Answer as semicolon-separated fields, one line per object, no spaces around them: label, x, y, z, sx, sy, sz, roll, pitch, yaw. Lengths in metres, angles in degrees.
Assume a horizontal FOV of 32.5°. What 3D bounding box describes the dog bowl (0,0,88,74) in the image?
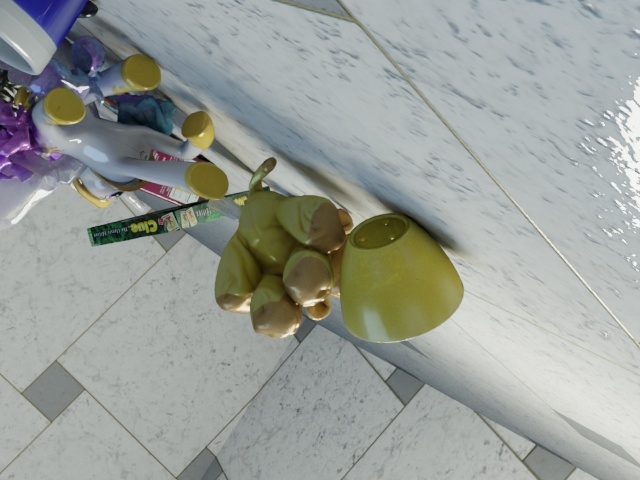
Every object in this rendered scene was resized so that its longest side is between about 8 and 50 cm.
dog bowl;-0.338;-0.269;0.992;0.264;0.104;0.265;32;173;4

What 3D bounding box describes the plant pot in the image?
plant pot;0.075;0.028;1.155;0.134;0.134;0.095;25;142;52

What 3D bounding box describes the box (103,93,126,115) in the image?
box;-0.299;-0.204;1.588;0.137;0.027;0.094;36;175;-24

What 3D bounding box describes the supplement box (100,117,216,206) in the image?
supplement box;-0.267;-0.116;1.678;0.188;0.081;0.104;23;180;-35

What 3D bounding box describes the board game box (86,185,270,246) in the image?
board game box;-0.179;-0.034;1.459;0.136;0.030;0.259;-13;-176;25

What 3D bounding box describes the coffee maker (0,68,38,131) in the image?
coffee maker;-0.464;-0.259;1.586;0.178;0.120;0.171;39;157;35

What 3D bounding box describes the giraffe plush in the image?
giraffe plush;-0.018;0.022;1.277;0.170;0.181;0.210;24;-161;-44

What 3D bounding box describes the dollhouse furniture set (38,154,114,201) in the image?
dollhouse furniture set;-0.426;-0.180;1.873;0.262;0.135;0.259;34;175;42

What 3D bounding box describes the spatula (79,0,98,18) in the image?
spatula;-0.338;-0.273;1.190;0.296;0.084;0.030;20;125;39

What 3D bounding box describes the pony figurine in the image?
pony figurine;-0.311;-0.132;1.334;0.351;0.303;0.363;27;161;-26
